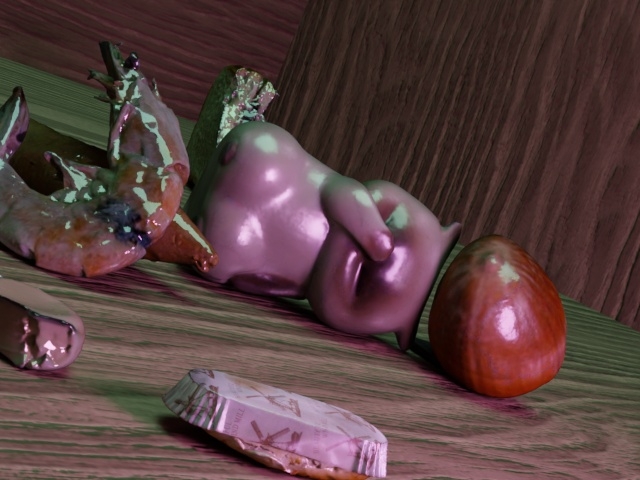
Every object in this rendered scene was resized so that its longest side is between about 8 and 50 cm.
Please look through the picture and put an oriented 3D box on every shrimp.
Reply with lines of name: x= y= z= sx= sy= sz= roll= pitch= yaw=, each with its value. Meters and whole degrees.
shrimp: x=-0.270 y=-0.104 z=1.544 sx=0.246 sy=0.085 sz=0.360 roll=4 pitch=50 yaw=-6

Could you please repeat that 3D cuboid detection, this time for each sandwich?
sandwich: x=-0.165 y=-0.197 z=2.598 sx=0.099 sy=0.254 sz=0.288 roll=26 pitch=7 yaw=-22

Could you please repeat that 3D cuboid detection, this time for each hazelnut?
hazelnut: x=0.223 y=0.097 z=1.763 sx=0.176 sy=0.214 sz=0.214 roll=-16 pitch=9 yaw=-1

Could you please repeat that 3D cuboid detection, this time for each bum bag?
bum bag: x=0.196 y=0.161 z=1.895 sx=0.159 sy=0.026 sz=0.109 roll=17 pitch=10 yaw=-40

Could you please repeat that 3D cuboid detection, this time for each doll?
doll: x=-0.014 y=-0.010 z=1.777 sx=0.370 sy=0.215 sz=0.226 roll=21 pitch=-10 yaw=4

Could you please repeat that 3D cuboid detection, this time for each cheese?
cheese: x=-0.260 y=0.057 z=1.131 sx=0.171 sy=0.048 sz=0.092 roll=28 pitch=6 yaw=38

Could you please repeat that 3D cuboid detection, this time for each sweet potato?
sweet potato: x=-0.264 y=-0.047 z=1.617 sx=0.336 sy=0.131 sz=0.131 roll=24 pitch=6 yaw=25

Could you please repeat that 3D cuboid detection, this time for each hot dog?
hot dog: x=-0.036 y=0.151 z=1.106 sx=0.192 sy=0.053 sz=0.099 roll=17 pitch=7 yaw=-19
